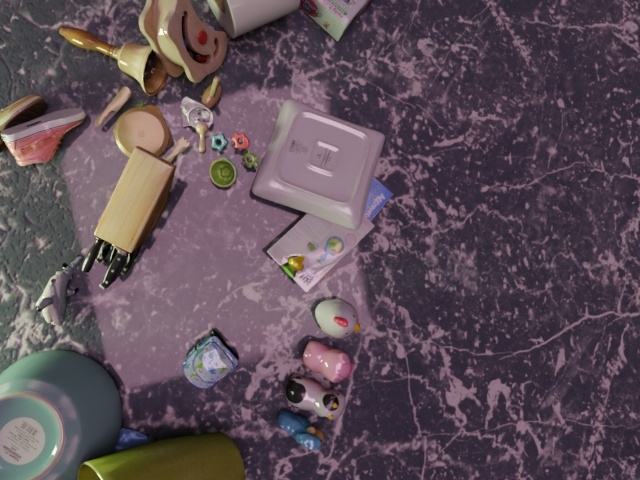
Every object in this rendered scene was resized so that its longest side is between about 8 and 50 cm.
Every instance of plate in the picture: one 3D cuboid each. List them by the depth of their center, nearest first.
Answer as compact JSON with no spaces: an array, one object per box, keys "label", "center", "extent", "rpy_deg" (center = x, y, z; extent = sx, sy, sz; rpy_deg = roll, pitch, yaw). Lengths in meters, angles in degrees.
[{"label":"plate","center":[0.005,-0.196,1.175],"extent":[0.278,0.045,0.277],"rpy_deg":[19,74,-6]}]

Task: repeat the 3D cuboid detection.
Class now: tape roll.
[{"label":"tape roll","center":[-0.173,-0.605,1.075],"extent":[0.169,0.246,0.246],"rpy_deg":[-28,95,-10]}]

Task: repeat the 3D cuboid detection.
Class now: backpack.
[{"label":"backpack","center":[-0.265,0.292,1.143],"extent":[0.114,0.084,0.105],"rpy_deg":[-40,95,-6]}]

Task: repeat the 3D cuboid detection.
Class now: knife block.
[{"label":"knife block","center":[-0.420,-0.034,1.038],"extent":[0.088,0.276,0.242],"rpy_deg":[28,56,-10]}]

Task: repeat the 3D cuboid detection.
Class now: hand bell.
[{"label":"hand bell","center":[-0.482,-0.434,1.101],"extent":[0.242,0.126,0.126],"rpy_deg":[21,86,2]}]

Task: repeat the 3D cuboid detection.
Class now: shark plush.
[{"label":"shark plush","center":[-0.594,0.111,1.109],"extent":[0.067,0.073,0.161],"rpy_deg":[29,63,-29]}]

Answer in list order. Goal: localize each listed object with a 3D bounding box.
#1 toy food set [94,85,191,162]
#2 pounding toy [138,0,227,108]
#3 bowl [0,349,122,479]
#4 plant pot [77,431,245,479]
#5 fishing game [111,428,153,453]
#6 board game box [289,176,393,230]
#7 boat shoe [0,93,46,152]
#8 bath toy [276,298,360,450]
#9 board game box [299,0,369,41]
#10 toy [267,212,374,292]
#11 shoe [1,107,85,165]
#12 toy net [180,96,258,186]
[{"label":"toy food set","center":[-0.417,-0.254,1.139],"extent":[0.192,0.038,0.132],"rpy_deg":[42,90,-14]},{"label":"pounding toy","center":[-0.260,-0.435,1.074],"extent":[0.155,0.269,0.154],"rpy_deg":[19,70,19]},{"label":"bowl","center":[-0.602,0.396,1.017],"extent":[0.311,0.163,0.311],"rpy_deg":[1,82,-7]},{"label":"plant pot","center":[-0.321,0.545,1.039],"extent":[0.293,0.275,0.275],"rpy_deg":[-13,93,-44]},{"label":"fishing game","center":[-0.472,0.532,1.128],"extent":[0.189,0.041,0.264],"rpy_deg":[-32,91,-17]},{"label":"board game box","center":[0.045,-0.060,1.231],"extent":[0.145,0.027,0.281],"rpy_deg":[41,83,-7]},{"label":"boat shoe","center":[-0.703,-0.266,1.067],"extent":[0.190,0.068,0.072],"rpy_deg":[-44,83,-9]},{"label":"bath toy","center":[0.013,0.316,1.176],"extent":[0.151,0.129,0.348],"rpy_deg":[20,86,-10]},{"label":"board game box","center":[0.061,-0.695,1.196],"extent":[0.224,0.097,0.303],"rpy_deg":[39,82,-8]},{"label":"toy","center":[0.000,0.000,1.175],"extent":[0.137,0.056,0.237],"rpy_deg":[46,72,3]},{"label":"shoe","center":[-0.610,-0.234,1.088],"extent":[0.178,0.063,0.081],"rpy_deg":[-33,135,-30]},{"label":"toy net","center":[-0.251,-0.246,1.141],"extent":[0.122,0.045,0.232],"rpy_deg":[-32,97,18]}]
